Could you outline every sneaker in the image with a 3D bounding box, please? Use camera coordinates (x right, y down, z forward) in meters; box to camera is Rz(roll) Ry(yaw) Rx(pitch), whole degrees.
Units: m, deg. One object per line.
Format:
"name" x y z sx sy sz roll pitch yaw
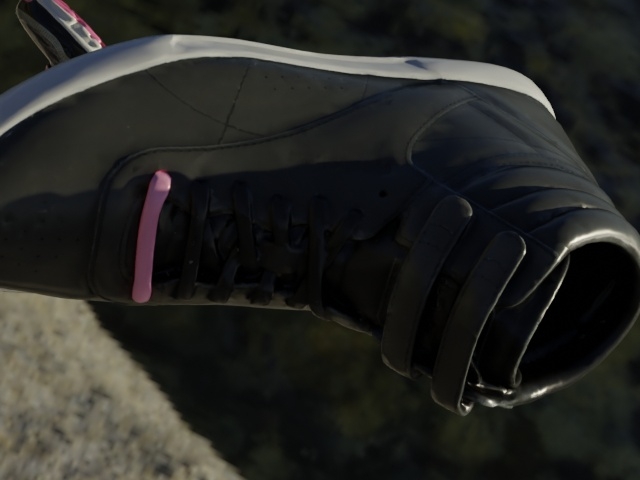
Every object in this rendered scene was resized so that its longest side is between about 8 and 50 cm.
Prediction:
"sneaker" 0.000 0.000 0.687 0.295 0.105 0.147 -5 36 -29
"sneaker" -0.147 -0.074 1.112 0.075 0.170 0.063 -33 28 -4
